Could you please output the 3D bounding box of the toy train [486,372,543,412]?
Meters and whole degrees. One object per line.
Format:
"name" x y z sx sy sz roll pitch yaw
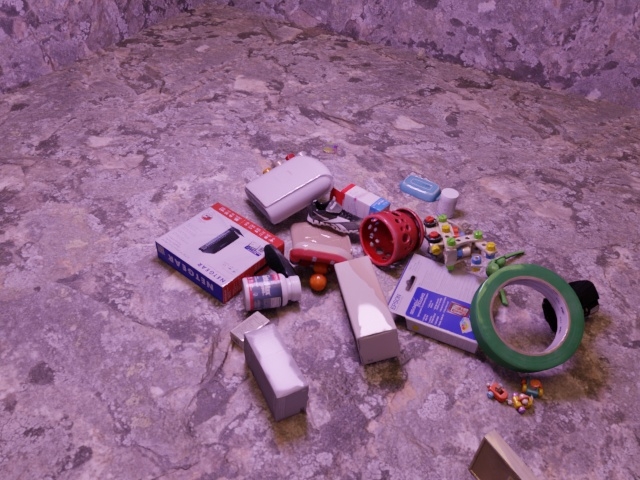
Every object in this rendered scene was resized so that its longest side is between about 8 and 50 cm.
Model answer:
"toy train" 0.570 0.426 1.590 0.166 0.046 0.125 -23 49 -28

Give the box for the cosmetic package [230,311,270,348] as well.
"cosmetic package" -0.215 0.275 1.683 0.060 0.041 0.115 34 48 29

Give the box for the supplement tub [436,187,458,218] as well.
"supplement tub" 0.507 -0.147 2.188 0.071 0.107 0.071 3 41 -3

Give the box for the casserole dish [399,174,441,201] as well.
"casserole dish" 0.425 -0.226 2.324 0.188 0.037 0.114 26 46 21

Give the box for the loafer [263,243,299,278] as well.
"loafer" -0.132 0.081 1.854 0.062 0.170 0.061 -23 11 34

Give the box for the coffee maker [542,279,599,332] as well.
"coffee maker" 0.818 0.194 1.787 0.178 0.171 0.120 -24 26 -35

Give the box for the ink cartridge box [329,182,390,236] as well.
"ink cartridge box" 0.146 -0.126 2.107 0.231 0.134 0.078 30 47 25

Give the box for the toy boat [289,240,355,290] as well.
"toy boat" 0.003 0.097 1.857 0.231 0.151 0.151 10 76 -2

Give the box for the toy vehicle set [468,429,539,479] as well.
"toy vehicle set" 0.468 0.601 1.290 0.035 0.165 0.267 -19 47 -25

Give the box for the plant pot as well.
"plant pot" 0.262 -0.018 1.963 0.174 0.191 0.191 -16 45 -35

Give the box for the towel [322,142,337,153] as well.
"towel" 0.045 -0.427 2.533 0.060 0.009 0.083 10 41 6

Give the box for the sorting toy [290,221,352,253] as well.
"sorting toy" 0.000 0.000 2.028 0.208 0.038 0.193 -6 42 -6

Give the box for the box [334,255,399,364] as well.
"box" 0.140 0.211 1.702 0.121 0.148 0.311 -15 45 -2

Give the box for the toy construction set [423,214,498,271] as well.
"toy construction set" 0.480 -0.008 1.937 0.215 0.151 0.327 -5 19 5

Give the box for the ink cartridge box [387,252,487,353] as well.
"ink cartridge box" 0.403 0.199 1.819 0.307 0.072 0.303 18 44 18

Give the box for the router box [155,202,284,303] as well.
"router box" -0.347 0.032 1.915 0.336 0.082 0.301 30 47 25

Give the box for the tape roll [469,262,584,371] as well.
"tape roll" 0.617 0.231 1.647 0.322 0.077 0.321 0 70 -1

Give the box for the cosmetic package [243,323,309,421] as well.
"cosmetic package" -0.126 0.365 1.528 0.107 0.127 0.238 -14 43 -21

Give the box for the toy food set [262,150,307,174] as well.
"toy food set" -0.117 -0.294 2.302 0.232 0.111 0.104 -26 81 -44

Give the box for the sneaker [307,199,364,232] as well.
"sneaker" 0.060 -0.095 2.023 0.234 0.106 0.078 14 45 15

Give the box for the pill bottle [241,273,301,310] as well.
"pill bottle" -0.158 0.163 1.767 0.180 0.107 0.108 -7 43 -13

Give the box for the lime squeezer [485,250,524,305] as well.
"lime squeezer" 0.655 0.098 1.965 0.110 0.058 0.310 21 43 18

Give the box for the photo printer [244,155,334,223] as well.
"photo printer" -0.112 -0.210 2.110 0.308 0.107 0.256 -31 36 -12
